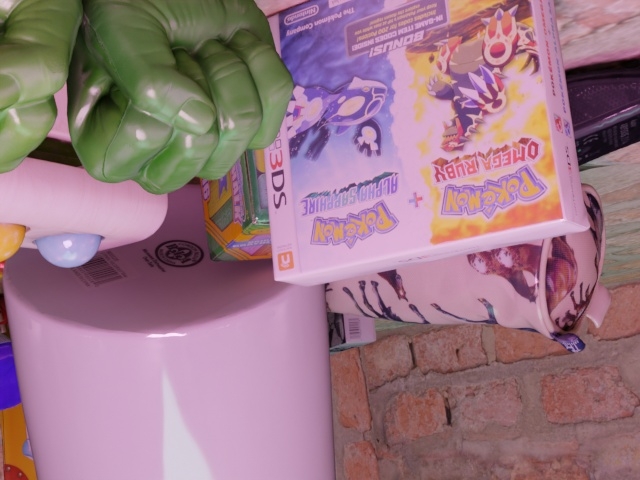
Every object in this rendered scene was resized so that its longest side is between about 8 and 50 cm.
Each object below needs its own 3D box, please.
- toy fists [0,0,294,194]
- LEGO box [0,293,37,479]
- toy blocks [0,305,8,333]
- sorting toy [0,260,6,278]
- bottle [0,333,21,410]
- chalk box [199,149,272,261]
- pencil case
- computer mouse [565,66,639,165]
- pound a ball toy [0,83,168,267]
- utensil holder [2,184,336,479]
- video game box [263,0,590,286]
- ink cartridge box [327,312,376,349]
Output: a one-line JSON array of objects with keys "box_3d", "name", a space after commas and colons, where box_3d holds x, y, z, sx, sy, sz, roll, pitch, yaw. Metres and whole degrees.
[{"box_3d": [-0.132, -0.101, 0.498, 0.279, 0.142, 0.096, 2, 167, -43], "name": "toy fists"}, {"box_3d": [-0.308, 0.252, 1.729, 0.500, 0.372, 0.193, -9, 170, 16], "name": "LEGO box"}, {"box_3d": [-0.605, 0.126, 1.462, 0.261, 0.190, 0.381, -17, 180, 7], "name": "toy blocks"}, {"box_3d": [-0.404, 0.017, 1.118, 0.348, 0.047, 0.196, 4, 174, -27], "name": "sorting toy"}, {"box_3d": [-0.608, 0.190, 1.685, 0.092, 0.118, 0.283, -12, -154, -44], "name": "bottle"}, {"box_3d": [-0.016, -0.067, 0.801, 0.132, 0.132, 0.213, -3, 169, -18], "name": "chalk box"}, {"box_3d": [0.102, 0.021, 1.067, 0.410, 0.160, 0.183, 3, 134, 35], "name": "pencil case"}, {"box_3d": [0.248, -0.118, 0.887, 0.272, 0.072, 0.188, -21, 166, 9], "name": "computer mouse"}, {"box_3d": [-0.233, -0.058, 0.698, 0.208, 0.135, 0.319, -12, 169, 30], "name": "pound a ball toy"}, {"box_3d": [-0.140, 0.174, 1.013, 0.328, 0.385, 0.327, -1, -153, 0], "name": "utensil holder"}, {"box_3d": [0.054, -0.078, 0.619, 0.205, 0.187, 0.048, -13, 168, 32], "name": "video game box"}, {"box_3d": [0.015, 0.130, 1.842, 0.065, 0.165, 0.333, -3, 168, -17], "name": "ink cartridge box"}]
